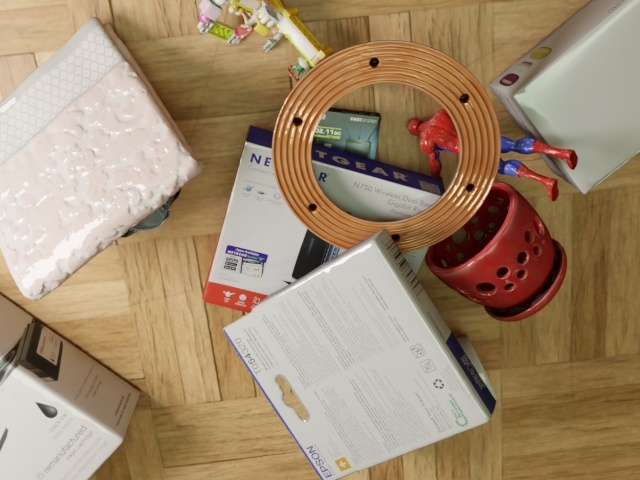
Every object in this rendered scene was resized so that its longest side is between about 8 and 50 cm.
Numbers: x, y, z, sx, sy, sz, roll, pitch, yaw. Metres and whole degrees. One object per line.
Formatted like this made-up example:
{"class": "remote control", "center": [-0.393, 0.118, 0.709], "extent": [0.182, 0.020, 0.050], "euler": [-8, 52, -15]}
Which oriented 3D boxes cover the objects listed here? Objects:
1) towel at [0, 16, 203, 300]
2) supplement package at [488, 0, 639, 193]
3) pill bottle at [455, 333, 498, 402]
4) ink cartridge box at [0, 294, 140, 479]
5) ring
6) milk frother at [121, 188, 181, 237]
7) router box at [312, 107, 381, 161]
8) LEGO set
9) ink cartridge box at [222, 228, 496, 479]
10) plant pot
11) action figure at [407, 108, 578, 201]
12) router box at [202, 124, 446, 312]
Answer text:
{"class": "towel", "center": [-0.379, -0.128, 1.112], "extent": [0.332, 0.053, 0.317], "euler": [-37, 72, 10]}
{"class": "supplement package", "center": [0.440, -0.244, 1.150], "extent": [0.262, 0.145, 0.204], "euler": [-39, 107, 10]}
{"class": "pill bottle", "center": [0.162, 0.283, 1.314], "extent": [0.278, 0.162, 0.162], "euler": [-26, 109, 6]}
{"class": "ink cartridge box", "center": [-0.567, 0.289, 1.276], "extent": [0.395, 0.166, 0.285], "euler": [39, 103, -14]}
{"class": "ring", "center": [0.096, -0.130, 1.089], "extent": [0.336, 0.032, 0.337], "euler": [1, 117, 1]}
{"class": "milk frother", "center": [-0.300, -0.051, 1.187], "extent": [0.129, 0.135, 0.143], "euler": [8, 109, -5]}
{"class": "router box", "center": [0.035, -0.169, 1.212], "extent": [0.122, 0.038, 0.092], "euler": [5, 109, -5]}
{"class": "LEGO set", "center": [-0.083, -0.303, 1.128], "extent": [0.287, 0.132, 0.107], "euler": [28, 125, -36]}
{"class": "ink cartridge box", "center": [0.055, 0.196, 1.175], "extent": [0.330, 0.071, 0.324], "euler": [-30, 94, 30]}
{"class": "plant pot", "center": [0.300, 0.024, 1.218], "extent": [0.174, 0.191, 0.191], "euler": [37, 104, -21]}
{"class": "action figure", "center": [0.263, -0.127, 1.172], "extent": [0.091, 0.280, 0.139], "euler": [-55, 147, -12]}
{"class": "router box", "center": [0.000, 0.000, 1.225], "extent": [0.335, 0.082, 0.301], "euler": [14, 117, -8]}
